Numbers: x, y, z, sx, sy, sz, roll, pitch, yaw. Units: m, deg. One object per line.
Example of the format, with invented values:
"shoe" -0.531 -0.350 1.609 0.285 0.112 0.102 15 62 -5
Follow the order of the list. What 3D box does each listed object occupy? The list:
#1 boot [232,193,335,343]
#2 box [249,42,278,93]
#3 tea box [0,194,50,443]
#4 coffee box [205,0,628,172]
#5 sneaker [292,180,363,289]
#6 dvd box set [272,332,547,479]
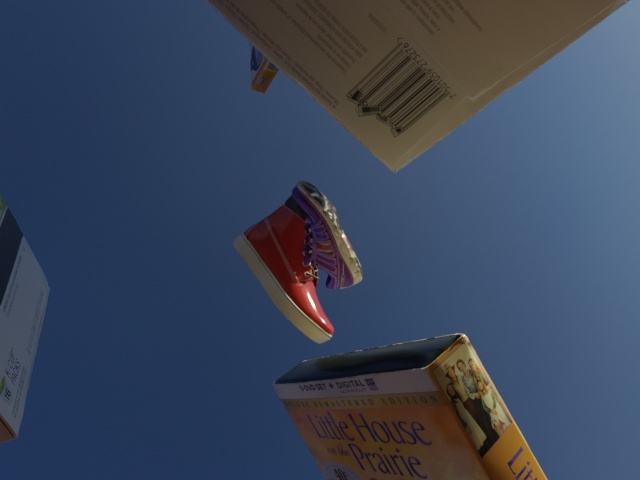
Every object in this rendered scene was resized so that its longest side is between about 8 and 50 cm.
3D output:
"boot" -0.016 0.034 0.858 0.176 0.088 0.244 -38 -115 -1
"box" -0.090 -0.323 0.852 0.028 0.081 0.136 8 -120 -29
"tea box" -0.446 0.021 0.384 0.328 0.220 0.324 -15 -53 -10
"coffee box" 0.113 -0.369 0.664 0.337 0.335 0.338 38 -54 -23
"sneaker" 0.000 0.000 0.701 0.071 0.068 0.170 -24 -68 6
"dvd box set" 0.133 0.309 0.545 0.062 0.307 0.421 -30 -89 -35
